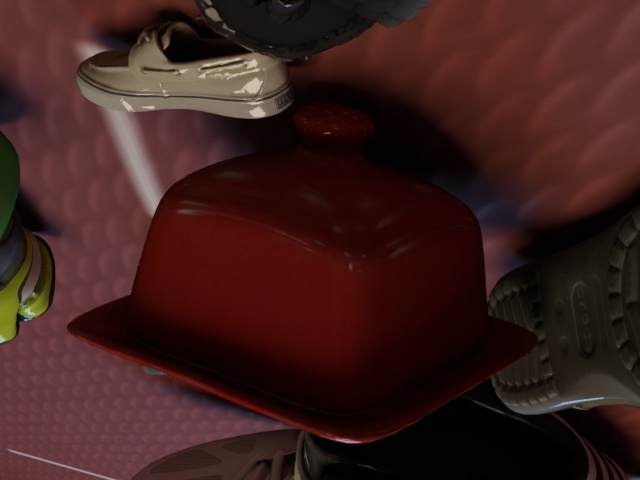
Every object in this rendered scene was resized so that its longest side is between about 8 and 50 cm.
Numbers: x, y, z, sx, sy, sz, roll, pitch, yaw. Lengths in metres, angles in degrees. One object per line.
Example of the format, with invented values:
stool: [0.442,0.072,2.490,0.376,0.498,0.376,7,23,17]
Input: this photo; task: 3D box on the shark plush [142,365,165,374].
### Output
shark plush: [-0.034,0.056,0.712,0.161,0.067,0.073,7,155,25]

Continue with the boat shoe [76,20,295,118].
boat shoe: [-0.058,-0.073,0.483,0.100,0.035,0.035,10,130,28]

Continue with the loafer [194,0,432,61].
loafer: [0.003,-0.109,0.259,0.109,0.095,0.302,21,158,-7]

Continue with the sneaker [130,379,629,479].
sneaker: [0.001,0.162,0.868,0.447,0.169,0.257,-4,141,27]

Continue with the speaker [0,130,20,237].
speaker: [-0.281,-0.073,0.520,0.131,0.131,0.296,-6,148,45]

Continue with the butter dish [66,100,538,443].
butter dish: [0.000,0.000,0.507,0.160,0.118,0.160,17,-159,32]

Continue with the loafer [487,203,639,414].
loafer: [0.161,0.029,0.503,0.087,0.094,0.251,-1,174,-21]

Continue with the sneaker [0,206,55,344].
sneaker: [-0.316,0.007,0.703,0.300,0.111,0.121,-10,143,-8]
